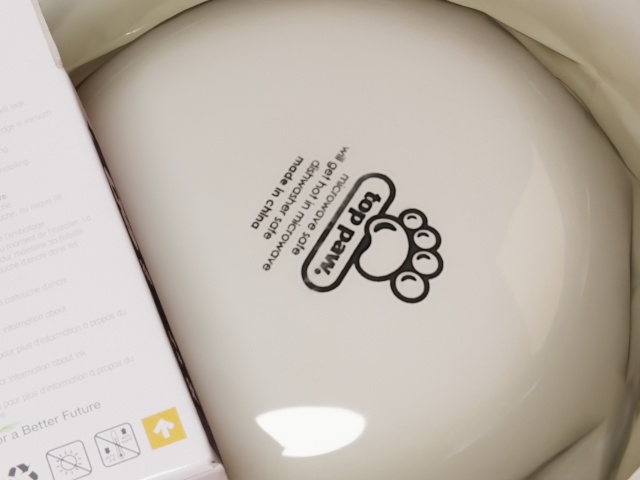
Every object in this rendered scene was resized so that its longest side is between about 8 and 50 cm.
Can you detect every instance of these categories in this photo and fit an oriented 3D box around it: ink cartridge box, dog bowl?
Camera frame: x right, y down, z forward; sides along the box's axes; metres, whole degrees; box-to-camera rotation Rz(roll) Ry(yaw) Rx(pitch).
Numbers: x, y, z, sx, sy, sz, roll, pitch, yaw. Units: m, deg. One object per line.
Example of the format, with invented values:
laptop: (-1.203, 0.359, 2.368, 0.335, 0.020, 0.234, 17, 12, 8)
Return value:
ink cartridge box: (-0.162, 0.027, 0.603, 0.045, 0.206, 0.208, 83, -15, -65)
dog bowl: (-0.002, -0.002, 0.716, 0.150, 0.408, 0.408, 84, -17, -64)
